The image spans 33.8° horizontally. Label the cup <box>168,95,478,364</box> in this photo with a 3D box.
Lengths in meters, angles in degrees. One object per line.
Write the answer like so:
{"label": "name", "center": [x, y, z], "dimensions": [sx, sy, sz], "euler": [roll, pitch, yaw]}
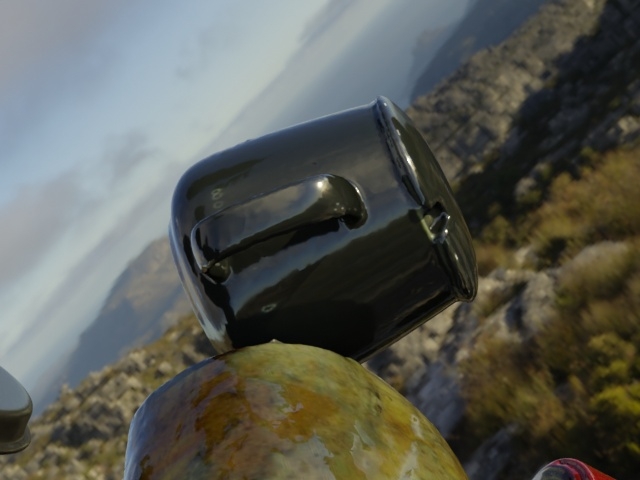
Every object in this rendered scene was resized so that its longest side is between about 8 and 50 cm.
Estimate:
{"label": "cup", "center": [0.000, 0.000, 0.664], "dimensions": [0.176, 0.169, 0.223], "euler": [-22, -10, 7]}

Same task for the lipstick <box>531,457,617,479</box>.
{"label": "lipstick", "center": [0.261, 0.237, 0.799], "dimensions": [0.080, 0.241, 0.080], "euler": [-46, 29, 36]}

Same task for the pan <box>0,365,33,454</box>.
{"label": "pan", "center": [-0.250, 0.047, 0.527], "dimensions": [0.028, 0.235, 0.136], "euler": [-64, 19, 0]}

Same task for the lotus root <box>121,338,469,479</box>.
{"label": "lotus root", "center": [-0.002, 0.236, 0.546], "dimensions": [0.250, 0.250, 0.346], "euler": [-43, 31, 21]}
